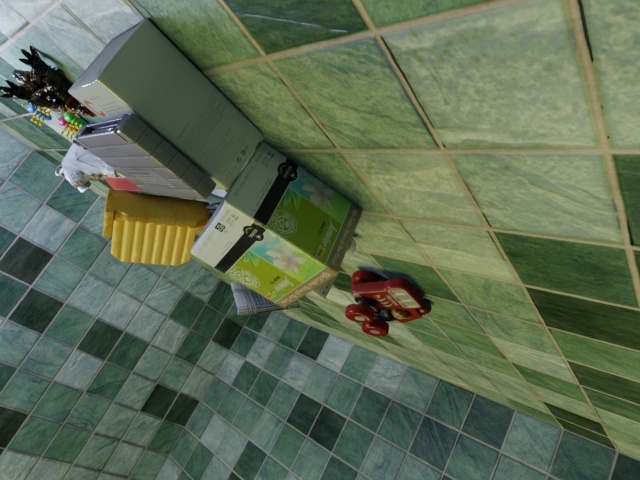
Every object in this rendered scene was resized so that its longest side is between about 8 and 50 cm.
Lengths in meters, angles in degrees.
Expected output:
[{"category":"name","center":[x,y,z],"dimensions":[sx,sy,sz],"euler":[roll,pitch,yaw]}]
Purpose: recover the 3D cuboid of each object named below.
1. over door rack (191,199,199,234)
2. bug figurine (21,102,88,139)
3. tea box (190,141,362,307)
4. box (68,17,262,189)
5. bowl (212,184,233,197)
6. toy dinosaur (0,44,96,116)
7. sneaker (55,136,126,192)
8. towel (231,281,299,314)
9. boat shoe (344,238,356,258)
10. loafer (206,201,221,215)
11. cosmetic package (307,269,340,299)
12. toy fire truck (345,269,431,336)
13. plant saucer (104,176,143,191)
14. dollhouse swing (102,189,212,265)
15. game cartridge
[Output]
[{"category":"over door rack","center":[-0.428,-0.090,1.892],"dimensions":[0.324,0.108,0.239],"euler":[1,151,30]},{"category":"bug figurine","center":[-1.001,-0.476,1.725],"dimensions":[0.216,0.072,0.279],"euler":[33,159,-35]},{"category":"tea box","center":[-0.124,-0.023,1.225],"dimensions":[0.324,0.219,0.329],"euler":[32,146,-13]},{"category":"box","center":[-0.342,-0.285,1.035],"dimensions":[0.215,0.168,0.345],"euler":[11,156,47]},{"category":"bowl","center":[-0.356,-0.203,1.498],"dimensions":[0.142,0.053,0.142],"euler":[17,159,33]},{"category":"toy dinosaur","center":[-0.835,-0.472,1.419],"dimensions":[0.322,0.164,0.218],"euler":[7,174,10]},{"category":"sneaker","center":[-0.921,-0.281,1.921],"dimensions":[0.366,0.210,0.137],"euler":[29,164,1]},{"category":"towel","center":[-0.286,0.265,2.312],"dimensions":[0.313,0.056,0.324],"euler":[-5,-157,-15]},{"category":"boat shoe","center":[0.000,0.000,1.437],"dimensions":[0.258,0.095,0.084],"euler":[8,158,48]},{"category":"loafer","center":[-0.261,-0.089,1.481],"dimensions":[0.303,0.109,0.095],"euler":[-3,105,40]},{"category":"cosmetic package","center":[-0.126,0.068,1.740],"dimensions":[0.365,0.155,0.197],"euler":[41,159,-32]},{"category":"toy fire truck","center":[0.247,0.224,1.614],"dimensions":[0.254,0.169,0.302],"euler":[-8,145,34]},{"category":"plant saucer","center":[-0.608,-0.197,1.673],"dimensions":[0.259,0.047,0.259],"euler":[7,-176,34]},{"category":"dollhouse swing","center":[-0.588,0.005,1.628],"dimensions":[0.347,0.304,0.315],"euler":[7,-160,-24]},{"category":"game cartridge","center":[-0.406,-0.185,1.044],"dimensions":[0.355,0.068,0.230],"euler":[11,160,48]}]
